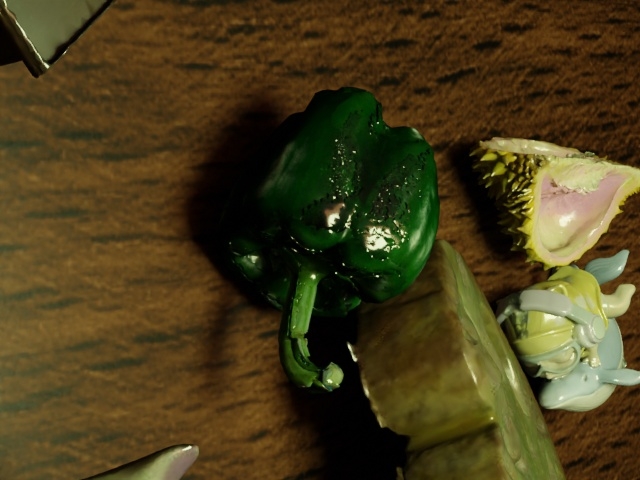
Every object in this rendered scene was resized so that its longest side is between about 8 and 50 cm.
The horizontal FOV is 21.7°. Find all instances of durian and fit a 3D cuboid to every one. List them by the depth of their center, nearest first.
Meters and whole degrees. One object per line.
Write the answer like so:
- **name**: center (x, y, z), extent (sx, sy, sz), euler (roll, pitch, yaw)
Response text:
- **durian**: center (0.238, -0.058, 1.726), extent (0.165, 0.132, 0.182), euler (50, 41, -2)

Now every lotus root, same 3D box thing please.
- **lotus root**: center (0.152, 0.195, 1.533), extent (0.375, 0.111, 0.390), euler (11, 57, -76)

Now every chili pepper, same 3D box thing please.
- **chili pepper**: center (0.000, 0.000, 1.407), extent (0.165, 0.174, 0.261), euler (48, 47, -33)

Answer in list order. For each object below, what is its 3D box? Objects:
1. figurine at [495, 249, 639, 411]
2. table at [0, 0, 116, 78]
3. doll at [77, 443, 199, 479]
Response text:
- **figurine**: center (0.261, 0.092, 1.757), extent (0.184, 0.128, 0.208), euler (46, 44, -33)
- **table**: center (-0.248, -0.230, 1.053), extent (0.196, 0.282, 0.250), euler (58, 45, -27)
- **doll**: center (-0.153, 0.345, 1.159), extent (0.215, 0.226, 0.370), euler (-10, 82, -20)
